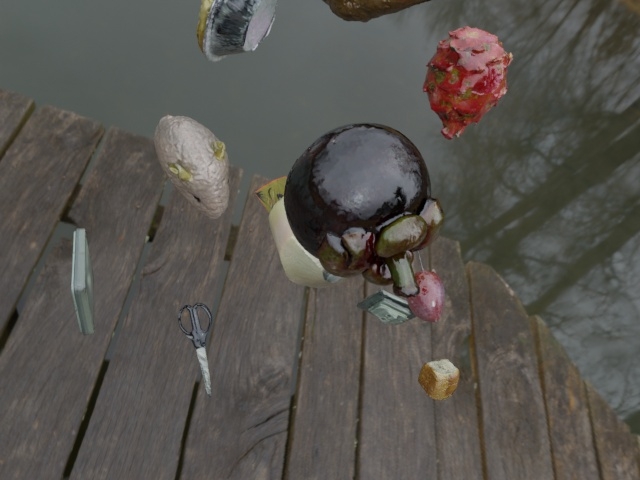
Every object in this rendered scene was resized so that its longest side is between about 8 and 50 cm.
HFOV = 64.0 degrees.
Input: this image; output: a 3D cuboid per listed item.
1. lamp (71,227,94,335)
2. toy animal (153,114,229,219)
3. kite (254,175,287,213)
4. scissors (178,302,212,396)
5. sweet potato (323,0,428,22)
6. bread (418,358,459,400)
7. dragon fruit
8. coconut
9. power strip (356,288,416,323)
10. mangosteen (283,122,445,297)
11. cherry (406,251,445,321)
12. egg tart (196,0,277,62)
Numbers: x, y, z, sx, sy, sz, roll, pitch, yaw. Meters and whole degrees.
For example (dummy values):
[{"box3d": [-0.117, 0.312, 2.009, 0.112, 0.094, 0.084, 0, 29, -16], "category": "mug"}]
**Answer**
[{"box3d": [-0.776, 0.136, 1.683, 0.047, 0.269, 0.267, -3, 48, -19], "category": "lamp"}, {"box3d": [-0.377, -0.247, 1.511, 0.188, 0.226, 0.358, -33, 76, -20], "category": "toy animal"}, {"box3d": [-0.114, -0.108, 1.823, 0.327, 0.013, 0.378, 25, 40, -42], "category": "kite"}, {"box3d": [-0.376, 0.347, 1.609, 0.109, 0.022, 0.300, -10, 90, 5], "category": "scissors"}, {"box3d": [0.090, -0.505, 1.064, 0.341, 0.092, 0.114, 22, 57, 43], "category": "sweet potato"}, {"box3d": [0.291, 0.337, 1.249, 0.083, 0.070, 0.077, -2, 31, -33], "category": "bread"}, {"box3d": [0.358, -0.390, 1.281, 0.205, 0.268, 0.210, 4, 26, -7], "category": "dragon fruit"}, {"box3d": [0.000, 0.000, 1.254, 0.238, 0.239, 0.244, 1, 43, -27], "category": "coconut"}, {"box3d": [0.265, 0.279, 1.974, 0.213, 0.198, 0.065, 26, 56, -12], "category": "power strip"}, {"box3d": [0.066, -0.032, 0.689, 0.211, 0.211, 0.250, -13, 62, -34], "category": "mangosteen"}, {"box3d": [0.235, 0.086, 1.194, 0.107, 0.090, 0.226, 48, 29, -56], "category": "cherry"}, {"box3d": [-0.154, -0.449, 1.009, 0.094, 0.234, 0.234, 34, 48, 1], "category": "egg tart"}]
